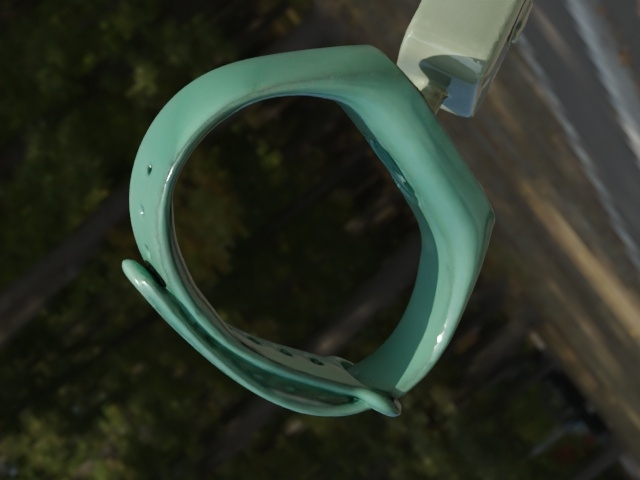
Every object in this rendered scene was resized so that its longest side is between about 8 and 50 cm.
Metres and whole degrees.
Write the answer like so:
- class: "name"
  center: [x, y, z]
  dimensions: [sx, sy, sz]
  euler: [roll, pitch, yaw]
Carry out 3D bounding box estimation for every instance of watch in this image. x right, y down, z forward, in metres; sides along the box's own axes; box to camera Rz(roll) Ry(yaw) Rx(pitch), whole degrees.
- class: "watch"
  center: [0.000, 0.000, 1.059]
  dimensions: [0.237, 0.195, 0.068]
  euler: [53, 172, -34]

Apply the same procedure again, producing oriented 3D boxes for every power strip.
- class: "power strip"
  center: [0.141, -0.237, 1.157]
  dimensions: [0.062, 0.385, 0.091]
  euler: [24, 164, 5]
